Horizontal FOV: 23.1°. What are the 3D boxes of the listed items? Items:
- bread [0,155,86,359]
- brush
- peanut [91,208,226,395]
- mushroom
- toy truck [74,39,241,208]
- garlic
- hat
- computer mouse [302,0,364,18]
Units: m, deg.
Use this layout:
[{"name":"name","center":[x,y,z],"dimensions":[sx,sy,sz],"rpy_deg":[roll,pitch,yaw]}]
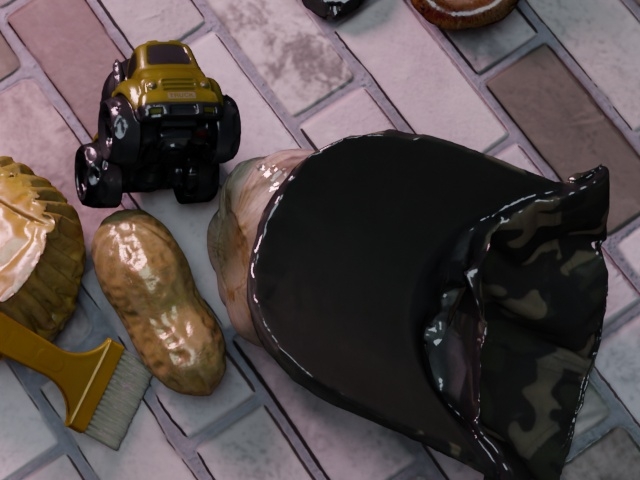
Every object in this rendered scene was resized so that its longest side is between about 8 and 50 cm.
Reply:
[{"name":"bread","center":[-0.371,0.012,1.666],"dimensions":[0.240,0.139,0.240],"rpy_deg":[-2,71,4]},{"name":"brush","center":[-0.286,0.118,1.599],"dimensions":[0.013,0.272,0.103],"rpy_deg":[6,67,51]},{"name":"peanut","center":[-0.171,0.066,1.659],"dimensions":[0.095,0.108,0.226],"rpy_deg":[-26,76,-11]},{"name":"mushroom","center":[0.176,-0.364,1.713],"dimensions":[0.148,0.217,0.227],"rpy_deg":[7,74,5]},{"name":"toy truck","center":[-0.179,-0.134,1.654],"dimensions":[0.147,0.224,0.165],"rpy_deg":[-3,70,-20]},{"name":"garlic","center":[0.000,0.000,1.644],"dimensions":[0.212,0.218,0.218],"rpy_deg":[-5,71,-29]},{"name":"hat","center":[0.113,0.069,1.547],"dimensions":[0.382,0.257,0.366],"rpy_deg":[20,77,-1]},{"name":"computer mouse","center":[0.017,-0.335,1.798],"dimensions":[0.099,0.057,0.172],"rpy_deg":[2,85,1]}]
